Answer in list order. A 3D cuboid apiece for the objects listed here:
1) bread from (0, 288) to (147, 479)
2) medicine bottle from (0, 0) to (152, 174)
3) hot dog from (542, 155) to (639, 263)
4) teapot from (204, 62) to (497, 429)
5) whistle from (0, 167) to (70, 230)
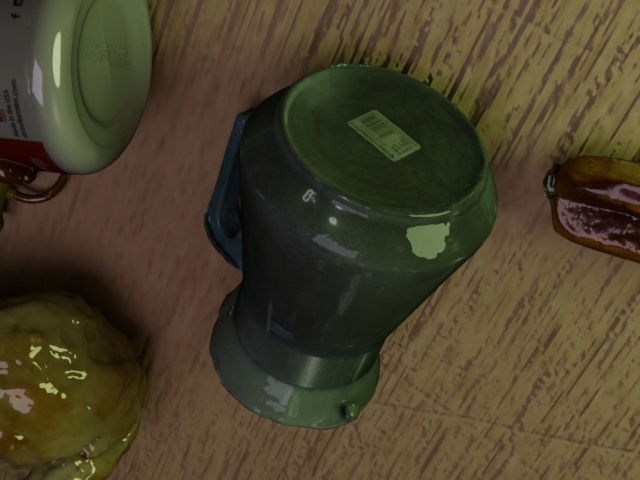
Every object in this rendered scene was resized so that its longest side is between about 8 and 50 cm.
[{"bbox_3d":[-0.262,0.140,1.010,0.244,0.134,0.244,1,136,1],"label":"bread"},{"bbox_3d":[-0.273,-0.133,0.850,0.288,0.157,0.157,6,123,15],"label":"medicine bottle"},{"bbox_3d":[0.237,-0.013,0.818,0.188,0.055,0.072,19,129,6],"label":"hot dog"},{"bbox_3d":[0.000,0.000,0.856,0.203,0.171,0.225,47,138,25],"label":"teapot"},{"bbox_3d":[-0.237,-0.047,0.966,0.057,0.046,0.109,47,119,3],"label":"whistle"}]
